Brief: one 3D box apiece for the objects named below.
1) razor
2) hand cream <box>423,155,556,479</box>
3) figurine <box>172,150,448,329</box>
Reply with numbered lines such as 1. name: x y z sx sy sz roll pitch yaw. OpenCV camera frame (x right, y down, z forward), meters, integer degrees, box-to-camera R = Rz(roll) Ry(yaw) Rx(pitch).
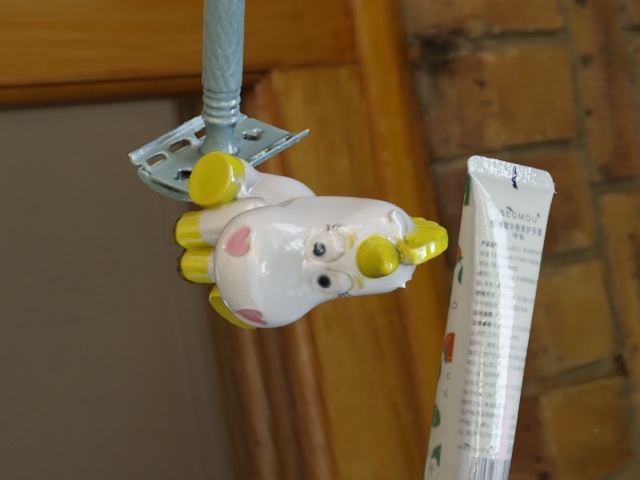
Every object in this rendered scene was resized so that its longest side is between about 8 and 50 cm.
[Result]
1. razor: -0.058 -0.146 1.115 0.068 0.106 0.232 21 -56 28
2. hand cream: 0.121 0.079 1.358 0.059 0.095 0.276 8 -92 49
3. figurine: -0.006 0.001 1.058 0.178 0.130 0.109 -167 -109 -69
